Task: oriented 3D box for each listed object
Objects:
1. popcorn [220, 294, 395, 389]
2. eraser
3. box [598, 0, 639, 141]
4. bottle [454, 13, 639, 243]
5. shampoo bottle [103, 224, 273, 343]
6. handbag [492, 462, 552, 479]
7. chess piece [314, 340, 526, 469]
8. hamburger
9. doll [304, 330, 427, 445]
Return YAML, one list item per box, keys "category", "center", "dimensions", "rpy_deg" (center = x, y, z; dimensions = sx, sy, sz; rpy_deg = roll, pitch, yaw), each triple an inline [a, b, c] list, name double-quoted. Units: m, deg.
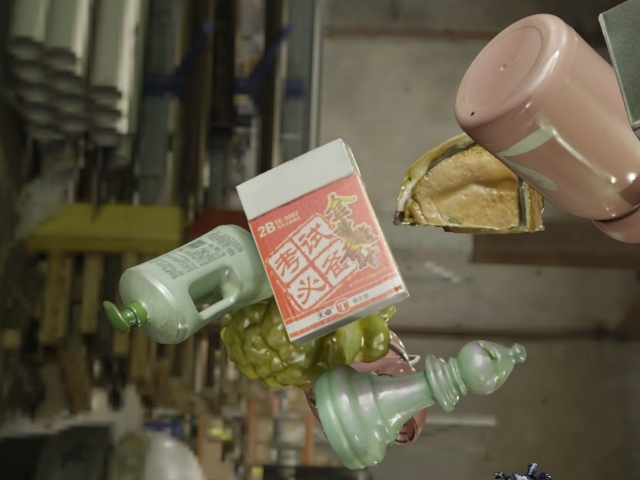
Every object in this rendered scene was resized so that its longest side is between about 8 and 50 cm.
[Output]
- category: "popcorn"
  center: [-0.021, 0.091, 2.073]
  dimensions: [0.259, 0.259, 0.212]
  rpy_deg: [-91, 164, -69]
- category: "eraser"
  center: [0.000, 0.000, 1.877]
  dimensions: [0.230, 0.157, 0.038]
  rpy_deg: [69, 10, 23]
- category: "box"
  center: [0.421, -0.217, 1.352]
  dimensions: [0.047, 0.325, 0.180]
  rpy_deg: [49, 26, -36]
- category: "bottle"
  center: [0.319, -0.112, 1.766]
  dimensions: [0.173, 0.297, 0.206]
  rpy_deg: [-49, -154, 6]
- category: "shampoo bottle"
  center: [-0.171, 0.063, 1.880]
  dimensions: [0.234, 0.118, 0.087]
  rpy_deg: [-26, 156, -43]
- category: "handbag"
  center: [0.207, 0.399, 1.787]
  dimensions: [0.162, 0.113, 0.260]
  rpy_deg: [45, -64, 35]
- category: "chess piece"
  center: [0.137, 0.189, 1.922]
  dimensions: [0.139, 0.272, 0.139]
  rpy_deg: [61, 14, -26]
- category: "hamburger"
  center: [0.209, -0.080, 2.084]
  dimensions: [0.135, 0.208, 0.155]
  rpy_deg: [-4, 88, -65]
- category: "doll"
  center: [0.091, 0.220, 2.417]
  dimensions: [0.268, 0.216, 0.284]
  rpy_deg: [-51, 127, -56]
